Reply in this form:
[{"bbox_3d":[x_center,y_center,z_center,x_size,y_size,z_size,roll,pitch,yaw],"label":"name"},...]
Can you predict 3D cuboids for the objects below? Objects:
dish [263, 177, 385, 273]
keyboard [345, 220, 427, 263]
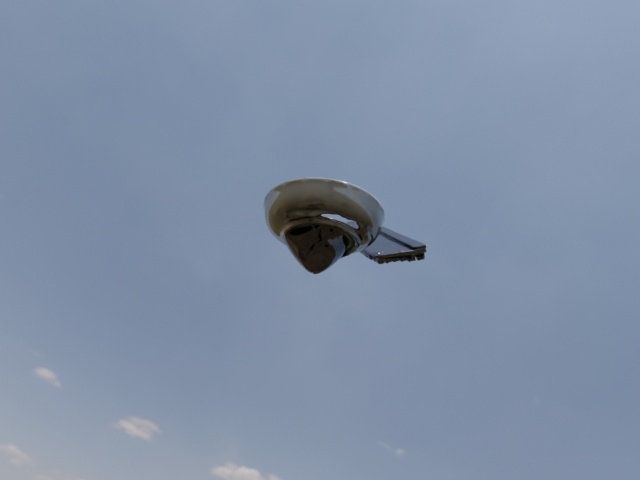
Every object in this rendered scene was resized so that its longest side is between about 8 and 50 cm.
[{"bbox_3d":[0.000,0.000,0.556,0.141,0.078,0.141,6,-28,3],"label":"dish"},{"bbox_3d":[0.073,-0.001,0.718,0.072,0.231,0.023,-9,-76,-13],"label":"keyboard"}]
